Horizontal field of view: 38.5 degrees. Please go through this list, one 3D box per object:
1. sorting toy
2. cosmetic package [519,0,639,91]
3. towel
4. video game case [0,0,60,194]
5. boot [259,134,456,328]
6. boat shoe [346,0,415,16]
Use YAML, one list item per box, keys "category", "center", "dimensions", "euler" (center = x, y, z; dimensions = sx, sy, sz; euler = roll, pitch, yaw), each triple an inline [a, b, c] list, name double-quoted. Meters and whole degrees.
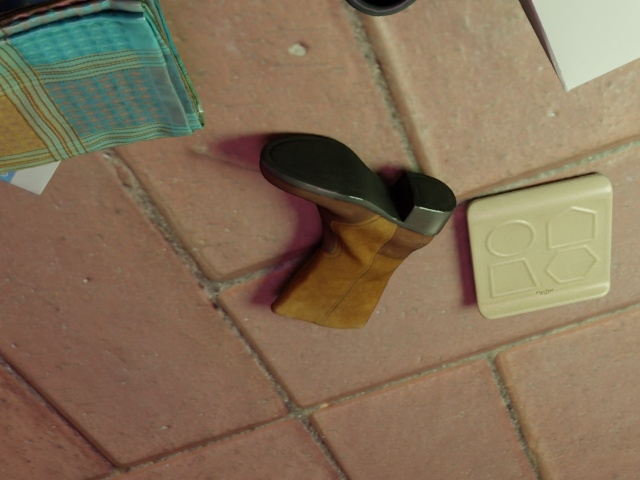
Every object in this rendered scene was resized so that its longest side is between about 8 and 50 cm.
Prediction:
- category: "sorting toy"
  center: [0.302, 0.009, 1.262]
  dimensions: [0.192, 0.038, 0.208]
  euler: [-12, 129, 4]
- category: "cosmetic package"
  center: [0.349, -0.319, 0.851]
  dimensions: [0.365, 0.197, 0.155]
  euler: [-24, 132, 17]
- category: "towel"
  center: [-0.310, -0.126, 0.885]
  dimensions: [0.369, 0.040, 0.271]
  euler: [-14, 163, 0]
- category: "video game case"
  center: [-0.368, -0.195, 0.963]
  dimensions: [0.269, 0.061, 0.244]
  euler: [24, 125, -26]
- category: "boot"
  center: [0.000, 0.000, 1.199]
  dimensions: [0.264, 0.096, 0.280]
  euler: [10, 138, -26]
- category: "boat shoe"
  center: [0.073, -0.416, 0.754]
  dimensions: [0.186, 0.156, 0.500]
  euler: [2, 131, -7]
